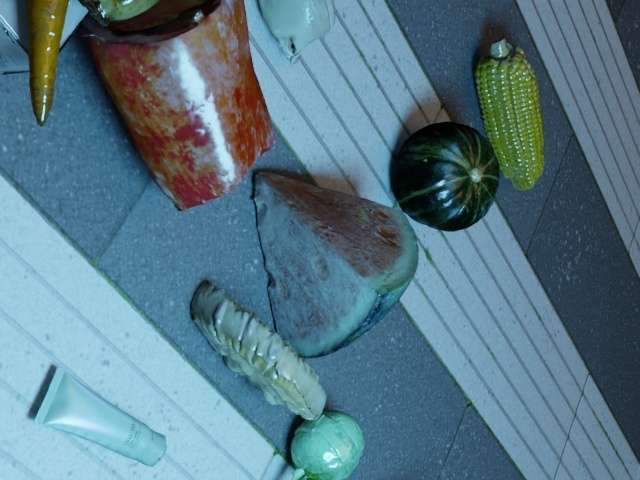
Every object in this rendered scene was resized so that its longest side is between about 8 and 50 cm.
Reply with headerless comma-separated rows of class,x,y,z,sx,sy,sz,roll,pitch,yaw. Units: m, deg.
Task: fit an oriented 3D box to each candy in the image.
candy,-0.083,0.435,1.594,0.440,0.119,0.119,-44,125,-31

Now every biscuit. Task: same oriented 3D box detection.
biscuit,-0.080,0.186,1.523,0.084,0.179,0.281,-48,123,-13

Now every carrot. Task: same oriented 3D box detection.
carrot,-0.310,-0.258,1.136,0.061,0.061,0.256,2,100,-52

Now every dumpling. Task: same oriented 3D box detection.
dumpling,-0.031,-0.385,1.600,0.136,0.119,0.199,-62,165,-49

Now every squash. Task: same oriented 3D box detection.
squash,0.236,-0.120,1.898,0.218,0.173,0.218,-10,103,-46

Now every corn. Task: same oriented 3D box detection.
corn,0.410,-0.268,2.152,0.130,0.130,0.346,-43,127,-42

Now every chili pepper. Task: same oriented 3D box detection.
chili pepper,-0.161,-0.202,1.336,0.229,0.251,0.305,-27,119,-6

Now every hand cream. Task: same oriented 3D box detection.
hand cream,-0.290,0.244,1.344,0.205,0.050,0.078,40,61,-41

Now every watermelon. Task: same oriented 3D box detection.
watermelon,0.040,0.014,1.599,0.283,0.251,0.292,-61,137,-38

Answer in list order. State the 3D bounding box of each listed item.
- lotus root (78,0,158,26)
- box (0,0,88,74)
lotus root,-0.207,-0.352,1.218,0.258,0.110,0.097,-55,171,-41
box,-0.351,-0.355,1.189,0.203,0.106,0.251,54,53,-39
